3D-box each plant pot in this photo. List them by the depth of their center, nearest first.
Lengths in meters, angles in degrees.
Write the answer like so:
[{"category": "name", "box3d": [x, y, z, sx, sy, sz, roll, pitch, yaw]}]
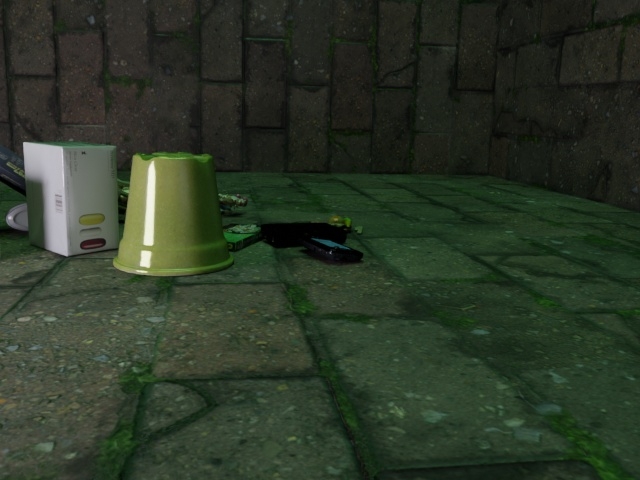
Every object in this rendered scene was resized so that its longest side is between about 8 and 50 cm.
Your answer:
[{"category": "plant pot", "box3d": [-0.337, -0.073, 1.516, 0.276, 0.254, 0.276, 2, 12, 0]}]

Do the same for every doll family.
[{"category": "doll family", "box3d": [-0.386, -0.133, 2.266, 0.263, 0.118, 0.163, 24, 11, 15]}]

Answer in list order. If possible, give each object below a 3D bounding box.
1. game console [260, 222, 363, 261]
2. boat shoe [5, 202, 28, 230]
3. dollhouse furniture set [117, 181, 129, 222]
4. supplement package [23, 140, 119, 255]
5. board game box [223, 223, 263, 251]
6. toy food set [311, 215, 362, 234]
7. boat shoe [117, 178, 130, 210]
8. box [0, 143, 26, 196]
[{"category": "game console", "box3d": [0.000, 0.000, 1.728, 0.213, 0.044, 0.361, -2, 13, -27]}, {"category": "boat shoe", "box3d": [-0.763, -0.066, 1.863, 0.226, 0.083, 0.076, -5, 12, -32]}, {"category": "dollhouse furniture set", "box3d": [-0.678, -0.104, 2.048, 0.242, 0.161, 0.212, 21, 4, -18]}, {"category": "supplement package", "box3d": [-0.623, -0.112, 1.652, 0.204, 0.262, 0.145, 12, 16, 40]}, {"category": "board game box", "box3d": [-0.240, -0.012, 1.808, 0.136, 0.030, 0.259, 7, 12, 17]}, {"category": "toy food set", "box3d": [0.034, -0.051, 2.011, 0.192, 0.039, 0.132, 2, 11, 3]}, {"category": "boat shoe", "box3d": [-0.756, -0.166, 2.295, 0.324, 0.123, 0.116, 7, 14, 32]}, {"category": "box", "box3d": [-0.846, -0.185, 1.842, 0.183, 0.059, 0.232, 2, -28, 48]}]
